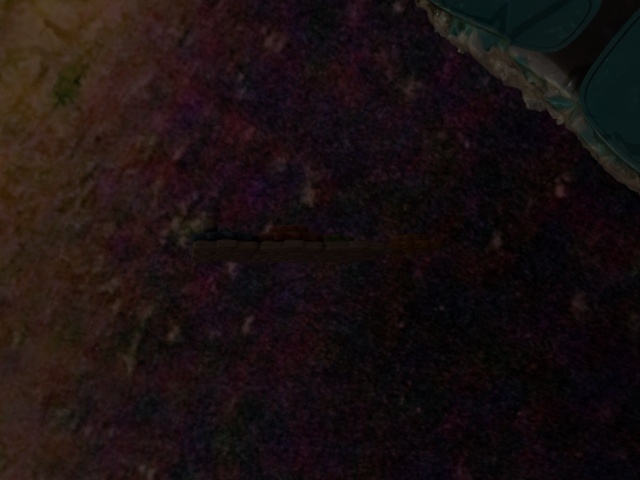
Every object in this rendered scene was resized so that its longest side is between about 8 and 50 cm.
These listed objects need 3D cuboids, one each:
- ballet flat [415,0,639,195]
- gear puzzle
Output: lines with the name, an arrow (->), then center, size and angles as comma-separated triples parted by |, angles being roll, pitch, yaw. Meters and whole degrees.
ballet flat -> 0.230, -0.136, 0.536 | 0.147, 0.147, 0.409 | -49, 49, 16
gear puzzle -> 0.000, 0.000, 0.933 | 0.175, 0.339, 0.044 | 143, 127, -77
